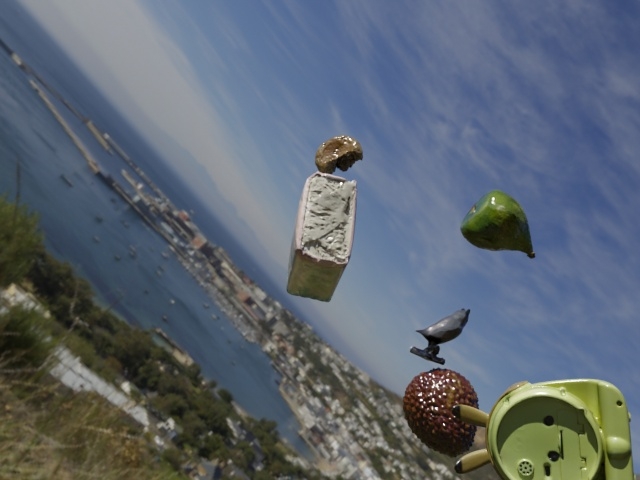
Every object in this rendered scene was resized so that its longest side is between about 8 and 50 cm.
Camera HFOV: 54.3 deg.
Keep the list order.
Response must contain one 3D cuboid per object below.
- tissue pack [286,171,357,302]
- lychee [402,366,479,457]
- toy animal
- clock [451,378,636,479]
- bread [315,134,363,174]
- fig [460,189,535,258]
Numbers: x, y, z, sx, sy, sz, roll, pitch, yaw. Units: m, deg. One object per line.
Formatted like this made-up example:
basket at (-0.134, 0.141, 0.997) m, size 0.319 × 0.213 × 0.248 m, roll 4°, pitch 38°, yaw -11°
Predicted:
tissue pack at (0.000, 0.002, 1.342) m, size 0.124 × 0.201 × 0.271 m, roll 8°, pitch -23°, yaw -5°
lychee at (0.365, 0.510, 1.859) m, size 0.236 × 0.236 × 0.271 m, roll 53°, pitch 17°, yaw -47°
toy animal at (0.365, 0.272, 1.916) m, size 0.117 × 0.210 × 0.121 m, roll 39°, pitch -13°, yaw -5°
clock at (0.302, 0.279, 0.862) m, size 0.069 × 0.232 × 0.170 m, roll 22°, pitch 66°, yaw -70°
bread at (0.041, -0.196, 1.435) m, size 0.060 × 0.113 × 0.082 m, roll 59°, pitch 8°, yaw -59°
fig at (0.579, -0.035, 1.957) m, size 0.235 × 0.203 × 0.203 m, roll 35°, pitch -6°, yaw 1°
